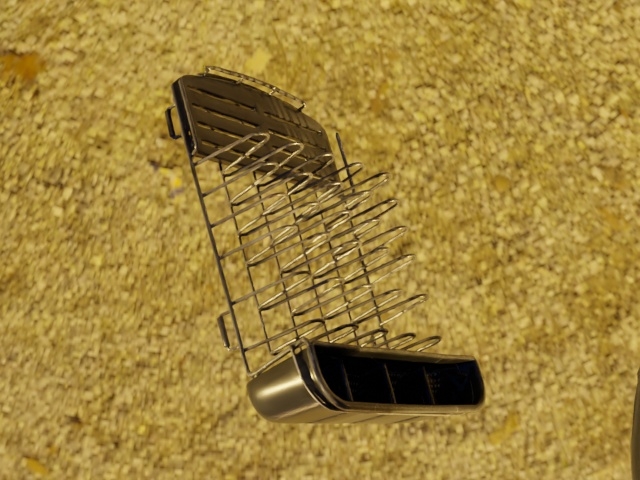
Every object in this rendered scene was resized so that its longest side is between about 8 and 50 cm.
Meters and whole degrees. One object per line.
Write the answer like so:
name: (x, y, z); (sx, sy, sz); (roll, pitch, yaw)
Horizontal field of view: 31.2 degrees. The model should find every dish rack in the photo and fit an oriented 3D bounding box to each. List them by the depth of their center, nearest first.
dish rack: (0.000, 0.000, 0.788); (0.074, 0.271, 0.208); (-28, 157, 28)

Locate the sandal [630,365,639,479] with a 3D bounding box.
sandal: (0.234, -0.076, 0.465); (0.167, 0.107, 0.446); (7, 90, -37)
